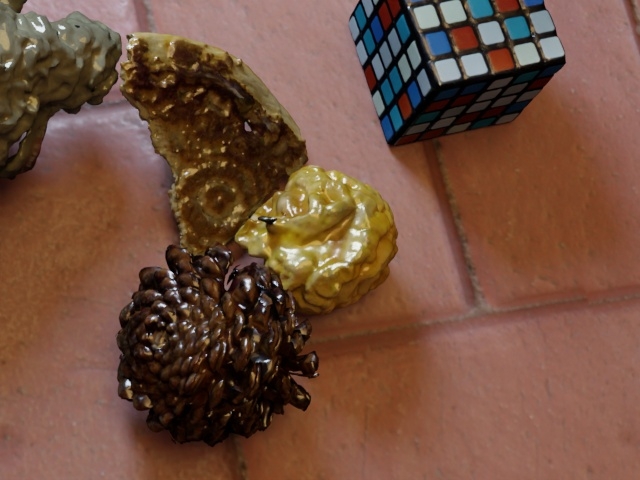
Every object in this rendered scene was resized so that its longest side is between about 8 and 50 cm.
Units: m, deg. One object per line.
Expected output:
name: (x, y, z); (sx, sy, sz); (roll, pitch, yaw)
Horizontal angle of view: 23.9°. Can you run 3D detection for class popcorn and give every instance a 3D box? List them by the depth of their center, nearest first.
popcorn: (0.000, 0.000, 1.710); (0.180, 0.170, 0.180); (-18, 47, 20)

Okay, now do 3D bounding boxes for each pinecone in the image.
pinecone: (-0.106, 0.120, 1.617); (0.221, 0.221, 0.222); (5, 70, -13)

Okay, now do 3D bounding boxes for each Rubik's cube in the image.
Rubik's cube: (0.159, -0.241, 1.814); (0.184, 0.187, 0.182); (-13, 75, -17)

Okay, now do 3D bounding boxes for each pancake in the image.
pancake: (-0.137, -0.099, 1.730); (0.266, 0.057, 0.245); (14, 91, -32)

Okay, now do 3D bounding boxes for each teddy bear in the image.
teddy bear: (-0.454, -0.174, 1.637); (0.367, 0.224, 0.357); (29, 83, 22)
